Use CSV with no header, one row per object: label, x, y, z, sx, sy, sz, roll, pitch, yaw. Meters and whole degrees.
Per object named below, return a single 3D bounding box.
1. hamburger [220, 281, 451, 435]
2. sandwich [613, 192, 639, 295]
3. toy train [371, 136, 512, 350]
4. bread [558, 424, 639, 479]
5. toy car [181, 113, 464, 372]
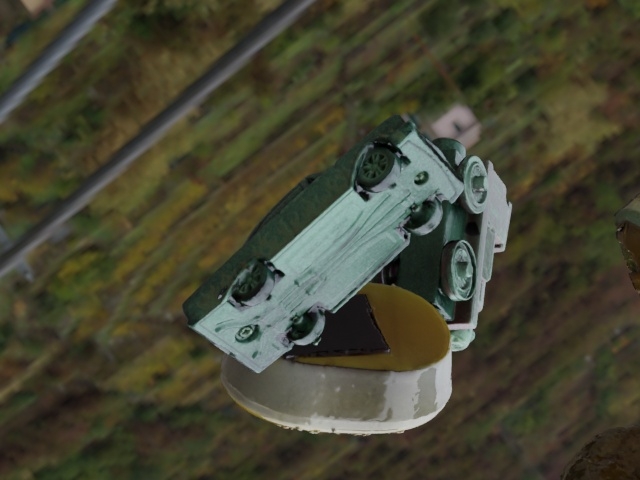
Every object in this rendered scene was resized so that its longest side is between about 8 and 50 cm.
hamburger,0.023,0.156,1.792,0.227,0.295,0.151,-91,-168,-57
sandwich,0.581,0.019,2.105,0.155,0.227,0.198,-33,-172,-40
toy train,0.180,0.015,2.003,0.150,0.304,0.221,-3,152,28
bread,0.410,0.332,1.743,0.230,0.230,0.123,-36,136,-36
toy car,0.000,0.000,1.524,0.321,0.097,0.141,-43,136,6
